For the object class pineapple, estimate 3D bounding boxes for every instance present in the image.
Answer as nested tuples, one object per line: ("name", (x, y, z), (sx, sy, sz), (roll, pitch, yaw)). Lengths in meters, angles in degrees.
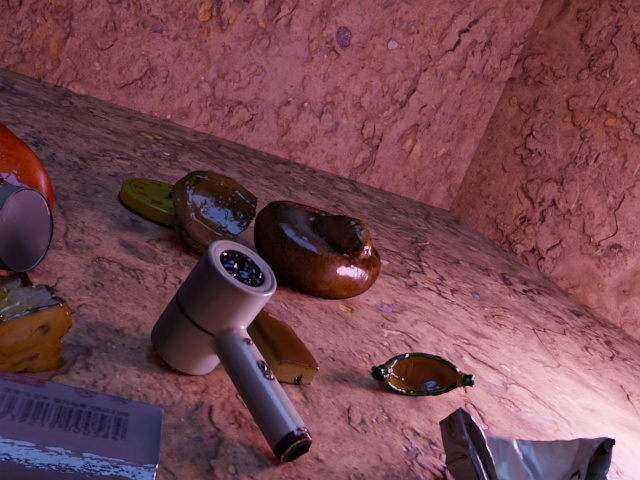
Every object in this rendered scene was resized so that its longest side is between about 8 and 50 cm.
("pineapple", (-0.465, 0.116, 0.882), (0.236, 0.115, 0.186), (10, 17, -7))

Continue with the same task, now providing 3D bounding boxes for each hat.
("hat", (0.303, 0.391, 0.955), (0.257, 0.168, 0.302), (12, 41, -8))

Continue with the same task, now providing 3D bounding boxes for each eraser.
("eraser", (-0.301, 0.228, 0.734), (0.226, 0.081, 0.174), (19, 19, -15))

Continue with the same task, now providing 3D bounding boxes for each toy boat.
("toy boat", (0.193, 0.266, 1.284), (0.229, 0.089, 0.088), (8, -2, -20))

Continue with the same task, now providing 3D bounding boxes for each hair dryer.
("hair dryer", (-0.112, 0.191, 0.994), (0.128, 0.203, 0.362), (8, 37, -51))

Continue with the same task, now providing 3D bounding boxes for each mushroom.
("mushroom", (-0.014, 0.020, 1.642), (0.345, 0.239, 0.345), (42, -4, 4))

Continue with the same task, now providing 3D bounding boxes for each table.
("table", (-0.527, -0.026, 0.953), (0.219, 0.127, 0.126), (7, 12, 13))

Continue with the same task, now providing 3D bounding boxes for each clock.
("clock", (-0.404, -0.110, 1.795), (0.293, 0.071, 0.277), (14, 17, -26))

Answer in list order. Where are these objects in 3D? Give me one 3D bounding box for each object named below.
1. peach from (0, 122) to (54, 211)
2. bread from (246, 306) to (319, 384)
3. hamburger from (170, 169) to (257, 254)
("peach", (-0.585, -0.100, 1.126), (0.361, 0.258, 0.201), (19, 14, 13))
("bread", (-0.085, 0.191, 1.233), (0.088, 0.049, 0.226), (14, 16, -28))
("hamburger", (-0.279, -0.082, 1.650), (0.211, 0.132, 0.309), (33, 25, -8))
